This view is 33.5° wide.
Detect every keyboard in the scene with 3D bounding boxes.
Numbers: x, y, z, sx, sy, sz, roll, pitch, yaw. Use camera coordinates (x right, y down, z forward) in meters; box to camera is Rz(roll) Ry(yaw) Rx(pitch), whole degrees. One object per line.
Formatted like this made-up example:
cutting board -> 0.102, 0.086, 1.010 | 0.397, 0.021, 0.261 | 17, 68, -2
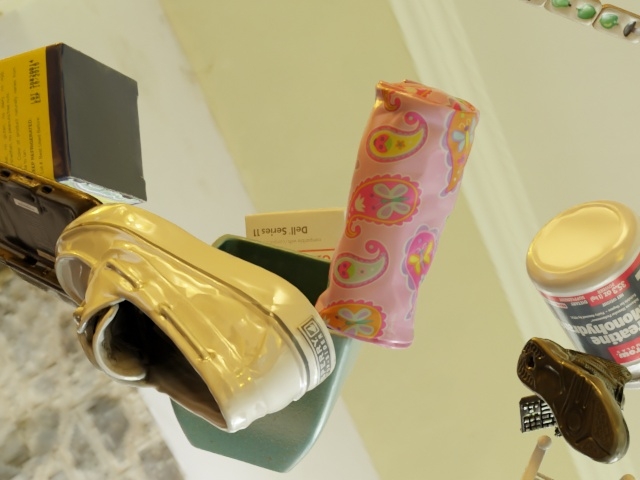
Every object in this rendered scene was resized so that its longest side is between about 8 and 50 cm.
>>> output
keyboard -> 0.429, 0.293, 1.817 | 0.023, 0.180, 0.108 | -104, -178, -54

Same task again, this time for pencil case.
pencil case -> 0.078, -0.027, 1.140 | 0.124, 0.124, 0.284 | 32, -68, 47

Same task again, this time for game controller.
game controller -> -0.302, -0.001, 1.213 | 0.319, 0.067, 0.166 | 18, -54, 44

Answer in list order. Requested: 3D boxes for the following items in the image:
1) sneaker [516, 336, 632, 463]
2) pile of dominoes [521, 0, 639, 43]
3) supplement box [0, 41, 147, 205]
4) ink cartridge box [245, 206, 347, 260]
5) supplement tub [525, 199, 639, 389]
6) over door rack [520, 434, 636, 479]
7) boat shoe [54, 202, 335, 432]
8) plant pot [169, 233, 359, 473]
sneaker -> 0.336, 0.193, 1.275 | 0.227, 0.130, 0.087 | -125, -130, -68
pile of dominoes -> 0.272, -0.294, 1.023 | 0.040, 0.251, 0.196 | -94, -154, -49
supplement box -> -0.456, -0.128, 1.536 | 0.195, 0.357, 0.194 | 21, 61, -66
ink cartridge box -> 0.000, 0.000, 1.958 | 0.207, 0.353, 0.119 | -3, -88, 25
supplement tub -> 0.464, 0.088, 1.689 | 0.272, 0.191, 0.191 | 52, -17, -29
over door rack -> 0.302, 0.397, 1.204 | 0.240, 0.324, 0.108 | 25, -33, 14
boat shoe -> -0.105, 0.043, 0.635 | 0.258, 0.084, 0.095 | 13, -51, 49
plant pot -> -0.072, 0.167, 1.467 | 0.247, 0.248, 0.252 | 14, -70, 9
